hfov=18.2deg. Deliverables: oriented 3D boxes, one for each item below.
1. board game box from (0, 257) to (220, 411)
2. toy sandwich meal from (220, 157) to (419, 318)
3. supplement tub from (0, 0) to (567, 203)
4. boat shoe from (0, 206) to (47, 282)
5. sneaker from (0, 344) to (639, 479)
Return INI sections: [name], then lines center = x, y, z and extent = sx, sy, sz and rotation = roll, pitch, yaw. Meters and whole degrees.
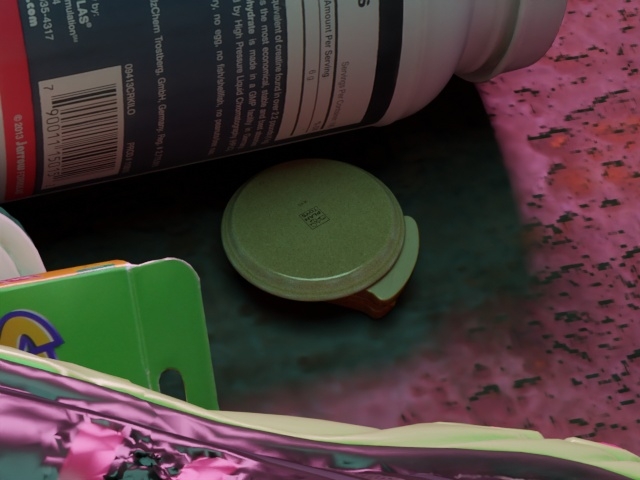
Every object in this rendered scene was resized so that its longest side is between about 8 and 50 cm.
[board game box]
center = -0.162, 0.085, 0.699
extent = 0.260, 0.039, 0.124
rotation = -10, 97, -11
[toy sandwich meal]
center = 0.000, 0.000, 0.838
extent = 0.086, 0.029, 0.085
rotation = 0, 50, 0
[supplement tub]
center = -0.053, -0.128, 0.831
extent = 0.272, 0.191, 0.191
rotation = -13, 53, -16
[boat shoe]
center = -0.259, 0.053, 0.745
extent = 0.320, 0.116, 0.099
rotation = -16, 10, -9
[sneaker]
center = -0.072, 0.138, 0.585
extent = 0.483, 0.185, 0.202
rotation = 0, 18, -4
